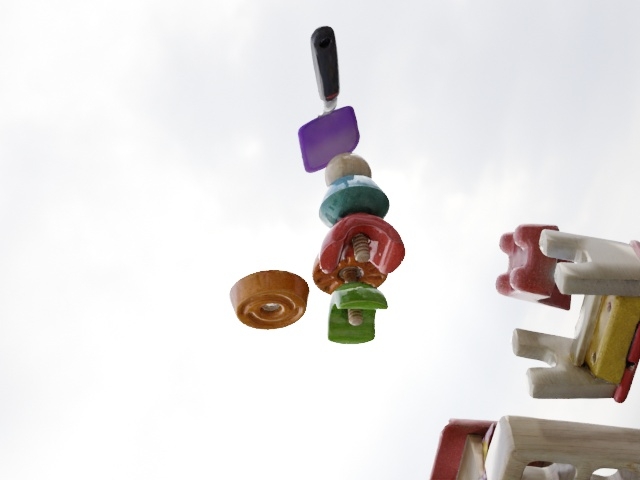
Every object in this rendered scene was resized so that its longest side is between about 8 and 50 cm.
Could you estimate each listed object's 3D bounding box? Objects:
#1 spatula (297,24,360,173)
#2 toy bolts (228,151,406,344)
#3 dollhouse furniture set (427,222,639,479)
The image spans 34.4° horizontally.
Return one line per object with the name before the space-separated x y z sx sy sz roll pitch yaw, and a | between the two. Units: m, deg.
spatula | 0.009 -0.165 1.221 0.084 0.030 0.296 -25 -19 -8
toy bolts | 0.000 0.000 1.291 0.228 0.218 0.158 113 156 -48
dollhouse furniture set | 0.202 0.150 0.846 0.201 0.152 0.374 -93 12 -63
